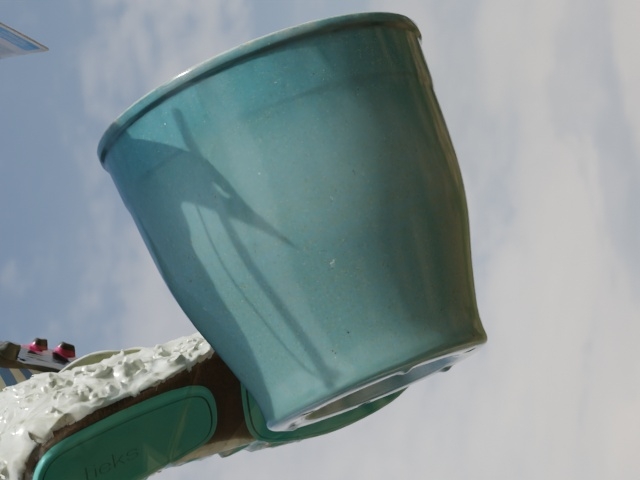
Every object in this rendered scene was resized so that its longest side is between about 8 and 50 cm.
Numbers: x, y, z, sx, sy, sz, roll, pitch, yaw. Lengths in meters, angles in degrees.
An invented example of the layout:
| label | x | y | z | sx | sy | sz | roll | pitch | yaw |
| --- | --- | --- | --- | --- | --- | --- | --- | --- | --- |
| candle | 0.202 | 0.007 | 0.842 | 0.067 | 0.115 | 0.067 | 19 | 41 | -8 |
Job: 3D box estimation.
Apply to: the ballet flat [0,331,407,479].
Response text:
| label | x | y | z | sx | sy | sz | roll | pitch | yaw |
| --- | --- | --- | --- | --- | --- | --- | --- | --- | --- |
| ballet flat | -0.107 | 0.119 | 1.339 | 0.409 | 0.147 | 0.147 | -14 | -74 | -31 |

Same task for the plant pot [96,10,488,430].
| label | x | y | z | sx | sy | sz | roll | pitch | yaw |
| --- | --- | --- | --- | --- | --- | --- | --- | --- | --- |
| plant pot | 0.000 | 0.000 | 1.176 | 0.255 | 0.272 | 0.272 | 67 | -163 | 10 |

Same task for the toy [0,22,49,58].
| label | x | y | z | sx | sy | sz | roll | pitch | yaw |
| --- | --- | --- | --- | --- | --- | --- | --- | --- | --- |
| toy | -0.313 | -0.137 | 1.078 | 0.137 | 0.237 | 0.056 | 26 | -103 | -37 |

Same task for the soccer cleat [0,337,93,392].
| label | x | y | z | sx | sy | sz | roll | pitch | yaw |
| --- | --- | --- | --- | --- | --- | --- | --- | --- | --- |
| soccer cleat | -0.303 | 0.172 | 1.546 | 0.331 | 0.116 | 0.143 | 28 | -86 | -47 |
